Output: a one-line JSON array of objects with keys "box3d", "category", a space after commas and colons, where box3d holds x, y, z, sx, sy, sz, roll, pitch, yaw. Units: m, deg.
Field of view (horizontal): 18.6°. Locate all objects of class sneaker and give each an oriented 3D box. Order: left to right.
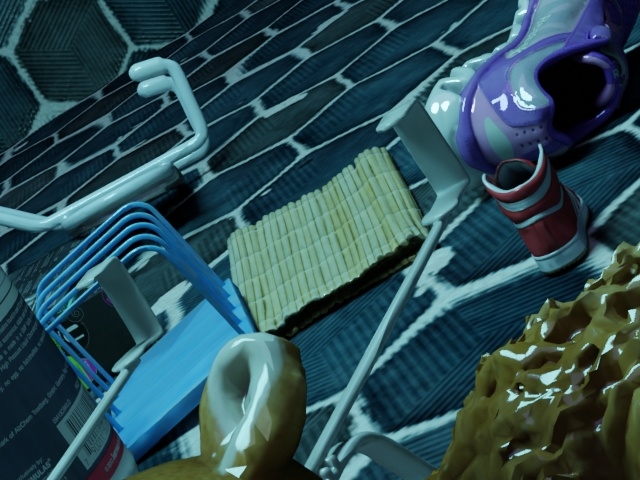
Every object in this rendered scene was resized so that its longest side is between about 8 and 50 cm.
[{"box3d": [0.126, -0.029, 1.149, 0.042, 0.067, 0.118, -30, 14, 10], "category": "sneaker"}, {"box3d": [0.174, -0.124, 1.344, 0.104, 0.095, 0.236, -8, 33, 46], "category": "sneaker"}]

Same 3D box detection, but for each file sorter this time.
[{"box3d": [-0.124, 0.054, 1.311, 0.118, 0.104, 0.170, -43, 14, 2], "category": "file sorter"}]

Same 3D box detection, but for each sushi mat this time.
[{"box3d": [0.000, 0.000, 1.437, 0.151, 0.019, 0.316, -33, 14, 4], "category": "sushi mat"}]

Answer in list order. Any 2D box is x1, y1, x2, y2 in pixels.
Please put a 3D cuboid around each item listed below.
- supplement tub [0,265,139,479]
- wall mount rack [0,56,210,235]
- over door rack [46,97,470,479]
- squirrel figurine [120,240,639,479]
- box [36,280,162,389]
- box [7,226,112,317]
[{"box3d": [-0.250, 0.091, 1.144, 0.191, 0.272, 0.191, -31, 13, 8], "category": "supplement tub"}, {"box3d": [-0.253, -0.063, 1.848, 0.304, 0.130, 0.350, -27, 1, -3], "category": "wall mount rack"}, {"box3d": [-0.038, 0.097, 0.957, 0.239, 0.108, 0.324, -26, 28, 28], "category": "over door rack"}, {"box3d": [-0.002, 0.157, 0.523, 0.397, 0.281, 0.370, -15, 7, 12], "category": "squirrel figurine"}, {"box3d": [-0.172, 0.070, 1.484, 0.083, 0.062, 0.052, -31, 13, 8], "category": "box"}, {"box3d": [-0.267, 0.083, 1.657, 0.183, 0.059, 0.233, -28, 13, 8], "category": "box"}]
